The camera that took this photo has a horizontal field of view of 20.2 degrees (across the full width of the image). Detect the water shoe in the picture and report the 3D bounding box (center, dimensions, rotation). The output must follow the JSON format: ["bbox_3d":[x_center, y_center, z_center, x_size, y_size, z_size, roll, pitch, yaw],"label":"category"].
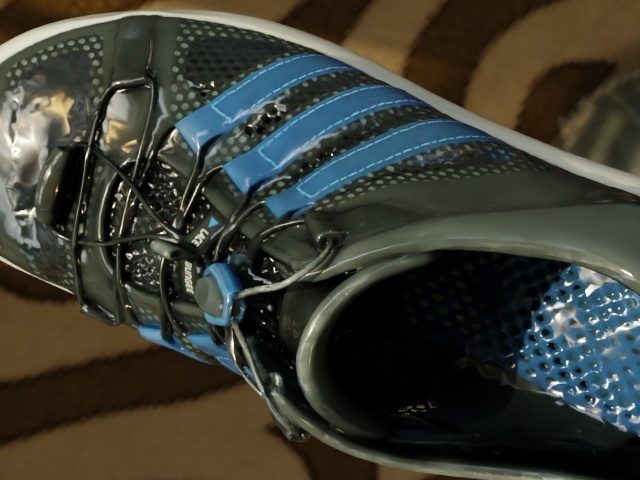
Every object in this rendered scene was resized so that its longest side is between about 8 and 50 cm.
[{"bbox_3d":[0.000,0.000,0.365,0.080,0.203,0.073,-32,133,-67],"label":"water shoe"}]
